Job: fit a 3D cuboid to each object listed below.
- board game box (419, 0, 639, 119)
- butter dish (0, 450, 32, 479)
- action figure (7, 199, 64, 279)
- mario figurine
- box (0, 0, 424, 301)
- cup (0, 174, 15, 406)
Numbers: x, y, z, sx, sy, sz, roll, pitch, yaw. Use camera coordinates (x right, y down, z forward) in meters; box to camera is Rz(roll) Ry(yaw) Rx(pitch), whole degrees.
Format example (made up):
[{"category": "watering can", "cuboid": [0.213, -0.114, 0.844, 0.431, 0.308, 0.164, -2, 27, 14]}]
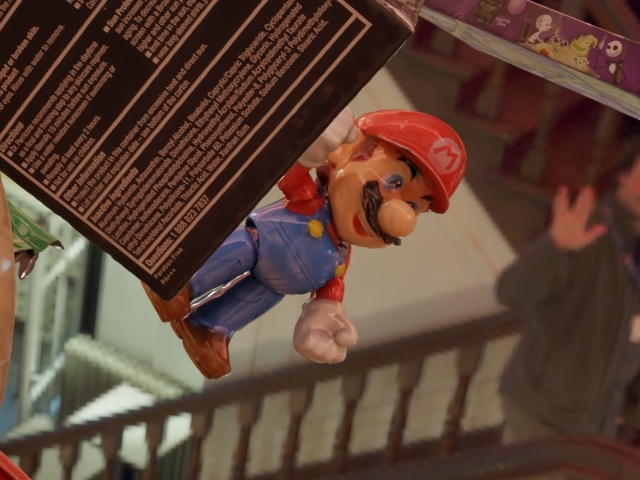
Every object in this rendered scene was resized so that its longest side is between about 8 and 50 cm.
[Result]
[{"category": "board game box", "cuboid": [0.223, -0.176, 1.440, 0.347, 0.056, 0.208, 31, 2, 41]}, {"category": "butter dish", "cuboid": [-0.376, 0.282, 1.641, 0.160, 0.160, 0.118, 41, 65, 10]}, {"category": "action figure", "cuboid": [-0.370, -0.052, 1.511, 0.232, 0.063, 0.137, 42, 12, 14]}, {"category": "mario figurine", "cuboid": [0.000, 0.000, 1.413, 0.321, 0.198, 0.170, -35, 72, -2]}, {"category": "box", "cuboid": [-0.121, -0.173, 1.121, 0.294, 0.296, 0.182, 39, 27, -10]}, {"category": "cup", "cuboid": [-0.338, 0.023, 0.685, 0.331, 0.331, 0.237, 26, 11, 27]}]
